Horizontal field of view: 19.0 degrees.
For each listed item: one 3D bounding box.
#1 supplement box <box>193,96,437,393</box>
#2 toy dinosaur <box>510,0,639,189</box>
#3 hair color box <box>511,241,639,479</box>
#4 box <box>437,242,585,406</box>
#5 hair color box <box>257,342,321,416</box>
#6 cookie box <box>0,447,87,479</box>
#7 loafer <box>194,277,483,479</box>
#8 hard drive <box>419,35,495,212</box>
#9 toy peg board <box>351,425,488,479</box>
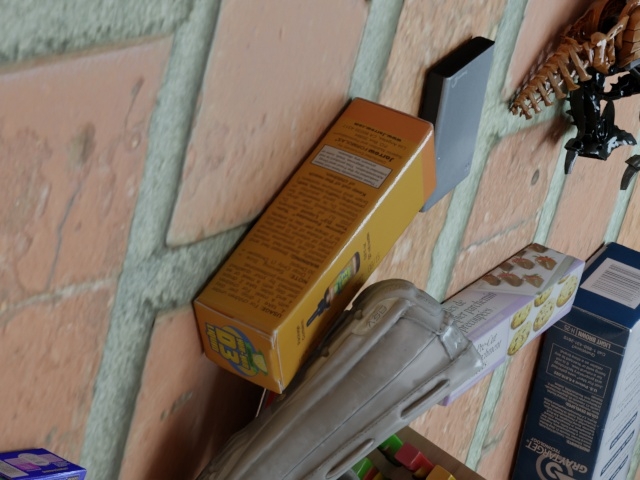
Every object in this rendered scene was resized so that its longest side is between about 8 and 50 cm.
[{"bbox_3d":[0.000,0.000,1.435,0.233,0.080,0.078,-54,154,-32],"label":"supplement box"},{"bbox_3d":[0.309,-0.179,1.923,0.322,0.164,0.218,-13,115,-17],"label":"toy dinosaur"},{"bbox_3d":[0.329,0.194,2.333,0.174,0.105,0.347,-38,144,-50],"label":"hair color box"},{"bbox_3d":[0.175,0.079,1.926,0.324,0.063,0.067,-27,134,-58],"label":"box"},{"bbox_3d":[-0.027,0.136,1.519,0.072,0.043,0.141,-80,-172,-76],"label":"hair color box"},{"bbox_3d":[-0.202,0.190,1.206,0.092,0.040,0.107,5,106,-67],"label":"cookie box"},{"bbox_3d":[-0.011,0.172,1.432,0.319,0.111,0.112,-47,-174,7],"label":"loafer"},{"bbox_3d":[0.113,-0.102,1.662,0.094,0.022,0.135,-39,145,-49],"label":"hard drive"},{"bbox_3d":[0.067,0.251,1.697,0.161,0.161,0.079,-53,147,-7],"label":"toy peg board"}]
